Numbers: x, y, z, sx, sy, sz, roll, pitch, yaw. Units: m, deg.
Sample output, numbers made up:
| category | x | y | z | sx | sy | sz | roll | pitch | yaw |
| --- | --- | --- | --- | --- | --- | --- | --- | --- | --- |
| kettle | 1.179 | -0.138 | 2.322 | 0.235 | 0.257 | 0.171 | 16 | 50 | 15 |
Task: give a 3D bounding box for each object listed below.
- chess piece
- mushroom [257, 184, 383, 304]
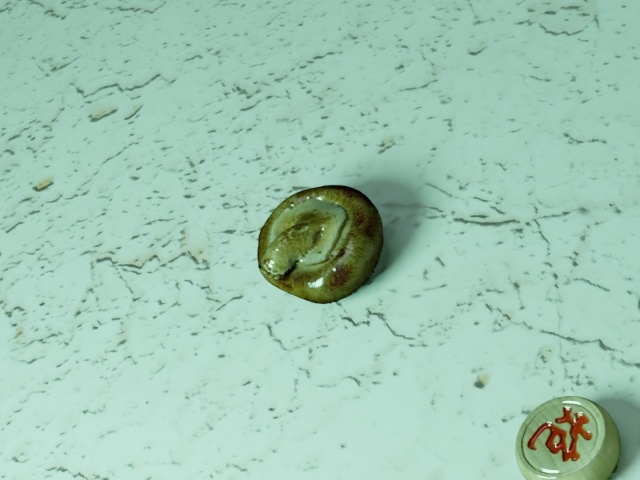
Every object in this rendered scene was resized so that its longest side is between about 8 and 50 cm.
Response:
| category | x | y | z | sx | sy | sz | roll | pitch | yaw |
| --- | --- | --- | --- | --- | --- | --- | --- | --- | --- |
| chess piece | 0.195 | 0.163 | 1.463 | 0.084 | 0.038 | 0.083 | -15 | 48 | 18 |
| mushroom | 0.000 | 0.000 | 1.682 | 0.127 | 0.087 | 0.127 | -16 | 52 | 21 |
